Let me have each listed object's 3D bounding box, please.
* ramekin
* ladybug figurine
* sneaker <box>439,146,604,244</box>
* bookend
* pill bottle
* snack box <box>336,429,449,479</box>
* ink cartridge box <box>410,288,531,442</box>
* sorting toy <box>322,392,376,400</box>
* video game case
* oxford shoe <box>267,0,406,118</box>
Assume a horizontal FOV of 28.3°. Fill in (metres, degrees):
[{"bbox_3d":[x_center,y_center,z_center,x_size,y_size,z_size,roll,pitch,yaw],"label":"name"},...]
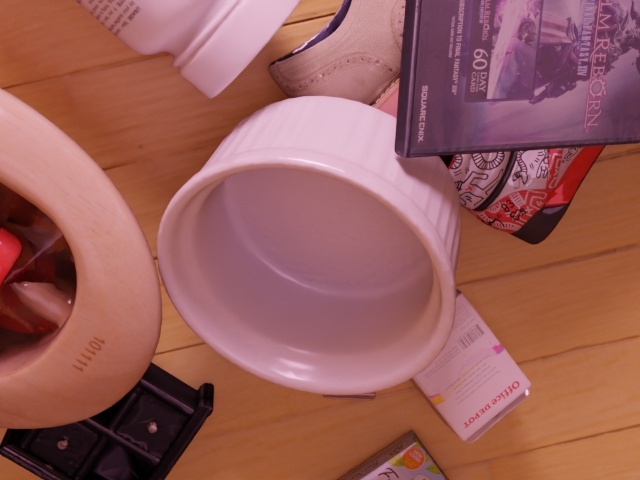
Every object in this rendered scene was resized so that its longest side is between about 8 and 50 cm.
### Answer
[{"bbox_3d":[0.000,0.000,1.180,0.277,0.135,0.277,10,131,11],"label":"ramekin"},{"bbox_3d":[-0.347,-0.012,1.182,0.449,0.162,0.305,37,103,-9],"label":"ladybug figurine"},{"bbox_3d":[0.212,-0.139,1.235,0.145,0.090,0.270,25,104,-12],"label":"sneaker"},{"bbox_3d":[-0.215,0.182,1.293,0.156,0.072,0.157,34,99,-11],"label":"bookend"},{"bbox_3d":[-0.161,-0.269,1.137,0.283,0.160,0.160,42,98,-12],"label":"pill bottle"},{"bbox_3d":[0.070,0.283,1.358,0.141,0.037,0.100,-34,105,4],"label":"snack box"},{"bbox_3d":[0.136,0.126,1.290,0.092,0.090,0.143,-38,104,-4],"label":"ink cartridge box"},{"bbox_3d":[0.045,0.137,1.332,0.083,0.012,0.062,3,106,-5],"label":"sorting toy"},{"bbox_3d":[0.195,-0.176,1.114,0.274,0.026,0.196,-5,109,-25],"label":"video game case"},{"bbox_3d":[0.110,-0.261,1.173,0.146,0.140,0.397,38,98,-9],"label":"oxford shoe"}]
